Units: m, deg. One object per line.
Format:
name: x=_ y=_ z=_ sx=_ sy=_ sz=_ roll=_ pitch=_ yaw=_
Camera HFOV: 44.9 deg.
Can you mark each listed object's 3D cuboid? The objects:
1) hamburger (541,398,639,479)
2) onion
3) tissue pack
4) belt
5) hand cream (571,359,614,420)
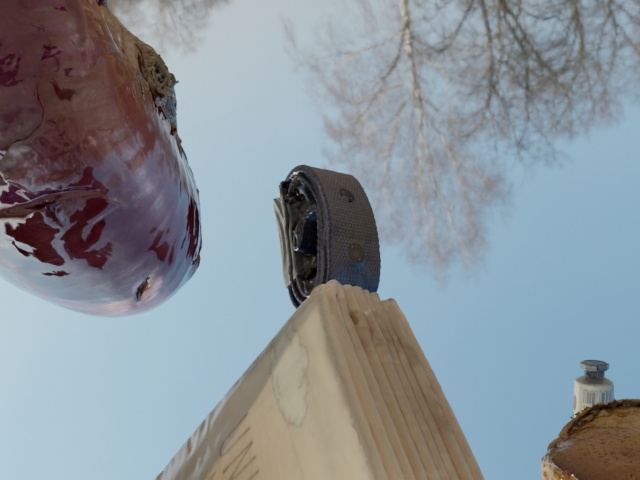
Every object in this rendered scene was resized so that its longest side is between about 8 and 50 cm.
hamburger: x=0.369 y=0.297 z=0.853 sx=0.245 sy=0.211 sz=0.260 roll=-10 pitch=-170 yaw=6
onion: x=-0.254 y=-0.080 z=0.664 sx=0.286 sy=0.347 sz=0.347 roll=-26 pitch=-155 yaw=-9
tissue pack: x=-0.047 y=0.189 z=0.413 sx=0.325 sy=0.071 sz=0.170 roll=-51 pitch=-142 yaw=30
belt: x=0.000 y=0.000 z=1.155 sx=0.126 sy=0.230 sz=0.140 roll=8 pitch=154 yaw=-37
hand cream: x=0.436 y=0.331 z=1.245 sx=0.096 sy=0.275 sz=0.059 roll=1 pitch=-176 yaw=0
